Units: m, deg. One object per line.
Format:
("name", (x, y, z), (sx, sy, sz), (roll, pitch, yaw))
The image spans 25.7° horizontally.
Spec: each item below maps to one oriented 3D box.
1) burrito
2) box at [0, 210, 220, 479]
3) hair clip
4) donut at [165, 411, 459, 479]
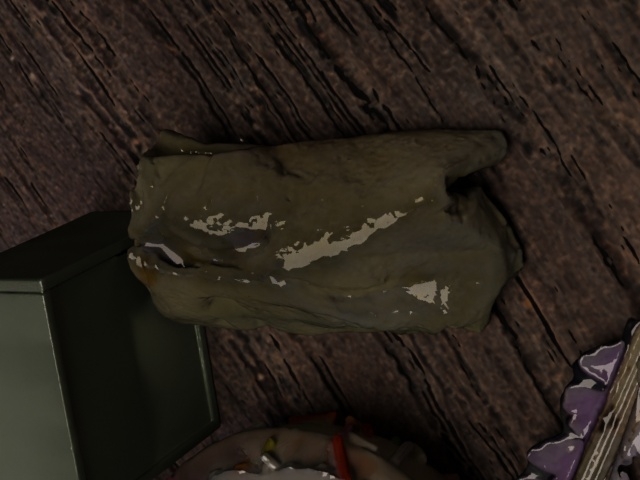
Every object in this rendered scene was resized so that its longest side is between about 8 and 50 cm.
("burrito", (-0.001, -0.003, 1.194), (0.332, 0.135, 0.190), (1, 99, 23))
("box", (-0.214, 0.109, 1.281), (0.117, 0.225, 0.225), (-1, 106, 28))
("hair clip", (0.226, 0.188, 1.172), (0.106, 0.084, 0.292), (26, 111, 21))
("donut", (0.008, 0.330, 1.286), (0.382, 0.142, 0.382), (9, 110, 25))
